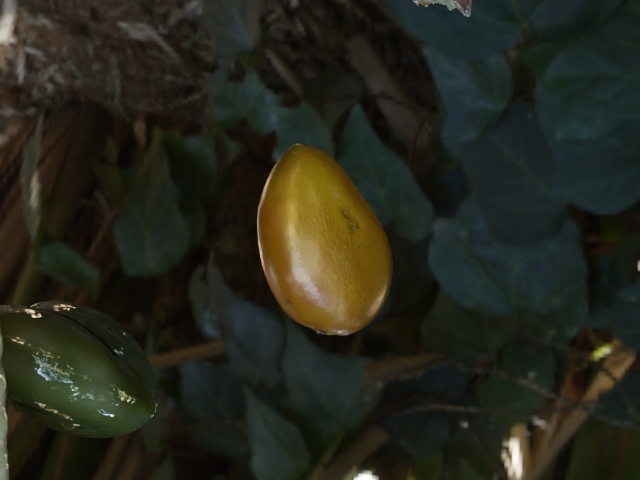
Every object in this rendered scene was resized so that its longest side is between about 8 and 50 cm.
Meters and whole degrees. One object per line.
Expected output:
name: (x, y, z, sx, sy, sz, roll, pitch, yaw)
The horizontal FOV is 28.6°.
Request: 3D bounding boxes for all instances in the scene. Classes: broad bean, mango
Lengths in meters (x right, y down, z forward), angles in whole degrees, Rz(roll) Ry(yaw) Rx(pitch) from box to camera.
broad bean: (-0.239, 0.121, 1.144, 0.189, 0.121, 0.263, 24, 178, 5)
mango: (0.000, 0.000, 1.387, 0.145, 0.219, 0.112, -22, -172, -23)

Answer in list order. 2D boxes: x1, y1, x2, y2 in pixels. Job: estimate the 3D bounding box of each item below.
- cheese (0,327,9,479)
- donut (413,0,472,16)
cheese: (-0.382, 0.107, 1.034, 0.104, 0.384, 0.384, -20, 168, -36)
donut: (0.121, -0.284, 1.217, 0.065, 0.117, 0.166, 5, -175, 5)
